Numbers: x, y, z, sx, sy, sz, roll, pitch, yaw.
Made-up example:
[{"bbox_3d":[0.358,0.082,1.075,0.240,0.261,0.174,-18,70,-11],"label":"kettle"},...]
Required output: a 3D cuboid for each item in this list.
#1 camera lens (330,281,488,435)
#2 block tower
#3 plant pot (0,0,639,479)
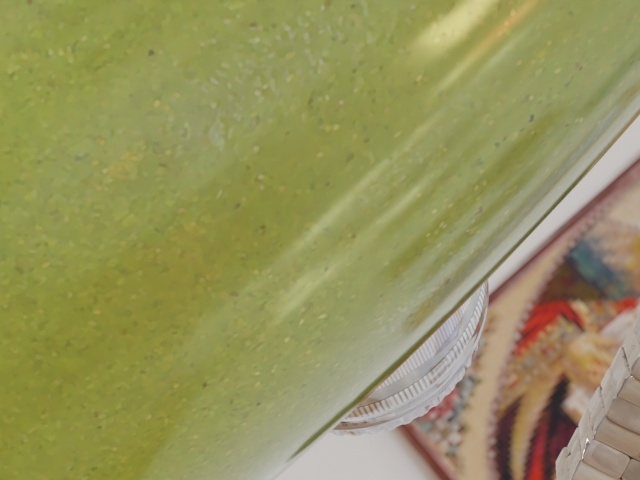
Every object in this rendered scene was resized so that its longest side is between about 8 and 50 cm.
[{"bbox_3d":[0.000,0.000,1.100,0.219,0.219,0.274,52,-5,30],"label":"camera lens"},{"bbox_3d":[0.203,0.188,1.080,0.091,0.335,0.097,26,11,2],"label":"block tower"},{"bbox_3d":[-0.007,-0.087,0.460,0.275,0.293,0.275,53,14,-18],"label":"plant pot"}]
